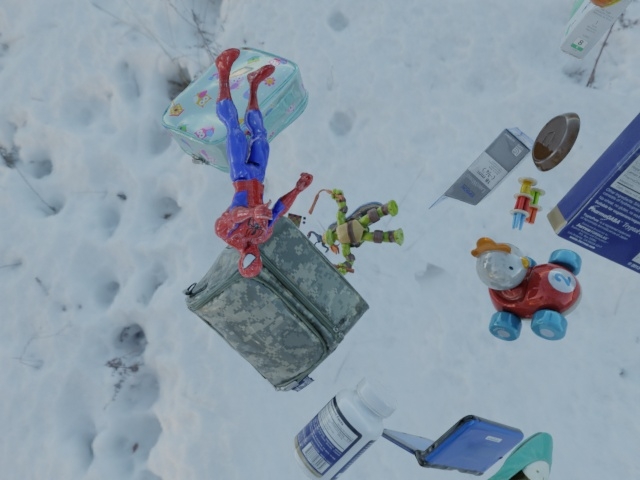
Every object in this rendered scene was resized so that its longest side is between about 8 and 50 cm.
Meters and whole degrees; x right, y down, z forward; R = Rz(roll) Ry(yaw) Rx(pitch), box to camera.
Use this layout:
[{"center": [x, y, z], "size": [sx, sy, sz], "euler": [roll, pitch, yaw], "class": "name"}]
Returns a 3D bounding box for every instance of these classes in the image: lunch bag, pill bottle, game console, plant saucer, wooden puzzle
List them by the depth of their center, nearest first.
[{"center": [0.041, 0.299, 0.768], "size": [0.169, 0.094, 0.094], "euler": [-47, 67, 8], "class": "pill bottle"}, {"center": [-0.090, 0.127, 0.974], "size": [0.256, 0.212, 0.305], "euler": [-46, 110, -11], "class": "lunch bag"}, {"center": [-0.171, -0.268, 0.991], "size": [0.224, 0.108, 0.279], "euler": [29, 69, 29], "class": "lunch bag"}, {"center": [0.329, 0.495, 1.240], "size": [0.250, 0.293, 0.173], "euler": [-49, 40, 15], "class": "game console"}, {"center": [0.617, -0.266, 1.277], "size": [0.029, 0.168, 0.168], "euler": [21, 79, -7], "class": "plant saucer"}, {"center": [-0.092, -0.067, 1.664], "size": [0.083, 0.006, 0.049], "euler": [14, 76, -2], "class": "wooden puzzle"}]

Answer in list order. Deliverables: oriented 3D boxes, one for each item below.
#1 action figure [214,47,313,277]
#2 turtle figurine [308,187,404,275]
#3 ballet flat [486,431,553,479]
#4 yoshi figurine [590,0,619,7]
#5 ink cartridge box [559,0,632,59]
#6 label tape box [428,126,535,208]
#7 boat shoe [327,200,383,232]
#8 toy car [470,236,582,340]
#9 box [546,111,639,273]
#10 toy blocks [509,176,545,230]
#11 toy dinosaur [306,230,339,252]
[{"center": [-0.067, -0.097, 0.574], "size": [0.139, 0.091, 0.280], "euler": [-9, 79, 45], "class": "action figure"}, {"center": [0.090, -0.009, 1.172], "size": [0.217, 0.087, 0.269], "euler": [-12, 76, 25], "class": "turtle figurine"}, {"center": [0.352, 0.450, 0.865], "size": [0.247, 0.087, 0.083], "euler": [-31, 111, -13], "class": "ballet flat"}, {"center": [0.233, -0.394, 0.459], "size": [0.203, 0.362, 0.203], "euler": [-19, 26, 49], "class": "yoshi figurine"}, {"center": [0.496, -0.442, 0.789], "size": [0.056, 0.224, 0.181], "euler": [27, 63, 5], "class": "ink cartridge box"}, {"center": [0.527, -0.202, 1.542], "size": [0.106, 0.240, 0.333], "euler": [46, 120, 12], "class": "label tape box"}, {"center": [0.103, -0.046, 1.367], "size": [0.183, 0.066, 0.066], "euler": [-29, 112, 21], "class": "boat shoe"}, {"center": [0.454, 0.076, 1.107], "size": [0.210, 0.238, 0.219], "euler": [-15, 37, 51], "class": "toy car"}, {"center": [0.304, -0.068, 0.359], "size": [0.136, 0.225, 0.036], "euler": [24, 36, -9], "class": "box"}, {"center": [0.580, -0.087, 1.351], "size": [0.054, 0.123, 0.148], "euler": [6, 73, 45], "class": "toy blocks"}, {"center": [0.000, 0.000, 1.474], "size": [0.082, 0.090, 0.047], "euler": [48, 115, 23], "class": "toy dinosaur"}]
